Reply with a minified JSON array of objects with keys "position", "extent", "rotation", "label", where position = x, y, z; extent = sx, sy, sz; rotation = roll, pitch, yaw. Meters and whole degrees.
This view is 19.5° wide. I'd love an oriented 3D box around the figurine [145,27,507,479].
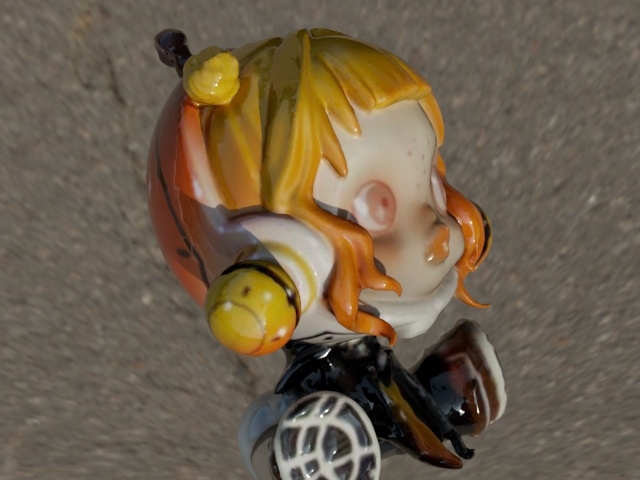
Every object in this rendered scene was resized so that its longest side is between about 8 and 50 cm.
[{"position":[-0.004,0.003,1.216],"extent":[0.196,0.320,0.323],"rotation":[-11,92,30],"label":"figurine"}]
